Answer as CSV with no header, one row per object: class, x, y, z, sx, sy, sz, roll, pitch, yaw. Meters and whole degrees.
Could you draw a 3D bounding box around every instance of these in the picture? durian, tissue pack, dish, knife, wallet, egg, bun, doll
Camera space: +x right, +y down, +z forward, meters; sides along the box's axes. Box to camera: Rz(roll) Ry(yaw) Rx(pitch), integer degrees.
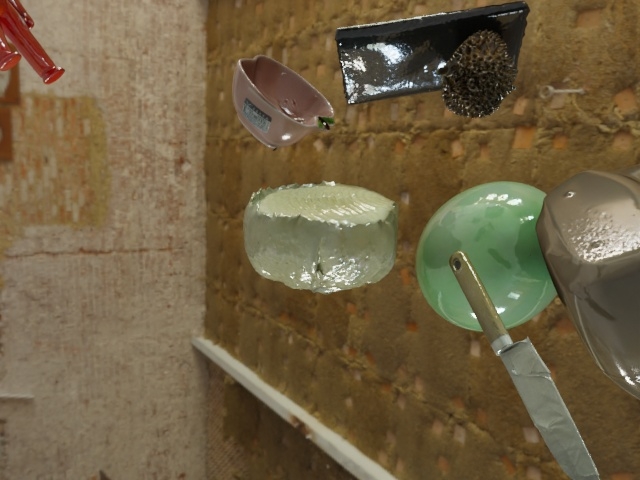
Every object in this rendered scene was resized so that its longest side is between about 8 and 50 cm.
durian,0.262,-0.261,0.928,0.091,0.188,0.148,57,-47,37
tissue pack,0.465,0.015,0.613,0.387,0.267,0.277,-31,-72,23
dish,-0.077,-0.237,1.024,0.090,0.213,0.213,-49,-129,29
knife,0.204,0.119,0.583,0.047,0.017,0.298,-47,-138,30
wallet,0.191,-0.328,0.989,0.171,0.320,0.044,72,12,-56
egg,0.264,0.025,0.874,0.270,0.220,0.221,110,-37,-54
bun,0.000,0.000,0.880,0.259,0.259,0.152,30,-56,53
doll,-0.652,-0.479,1.081,0.099,0.188,0.384,-36,-90,11
